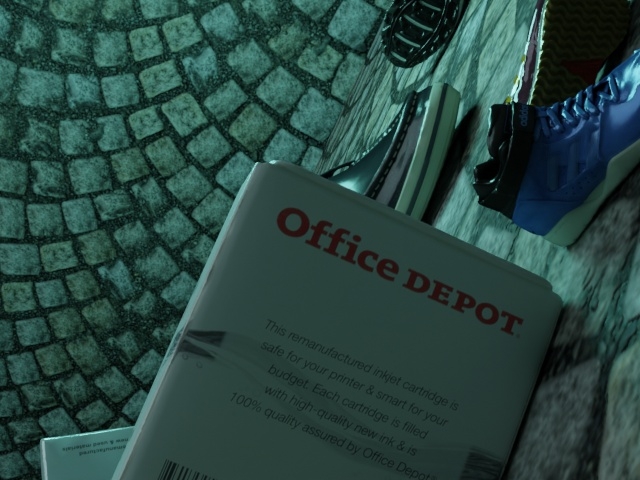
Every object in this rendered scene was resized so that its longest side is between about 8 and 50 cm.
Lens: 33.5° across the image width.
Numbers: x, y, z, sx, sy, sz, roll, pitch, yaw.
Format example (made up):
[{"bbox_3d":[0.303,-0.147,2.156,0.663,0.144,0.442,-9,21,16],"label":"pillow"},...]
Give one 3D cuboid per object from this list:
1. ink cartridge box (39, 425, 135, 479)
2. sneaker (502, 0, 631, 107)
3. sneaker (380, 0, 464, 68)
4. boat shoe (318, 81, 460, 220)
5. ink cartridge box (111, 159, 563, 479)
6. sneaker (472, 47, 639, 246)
[{"bbox_3d":[-0.202,0.373,1.076,0.226,0.131,0.306,101,158,-54],"label":"ink cartridge box"},{"bbox_3d":[0.162,-0.114,0.756,0.185,0.069,0.084,-68,11,-25],"label":"sneaker"},{"bbox_3d":[0.181,-0.378,1.578,0.271,0.100,0.108,-62,-7,15],"label":"sneaker"},{"bbox_3d":[0.000,0.000,1.273,0.500,0.156,0.187,-53,10,37],"label":"boat shoe"},{"bbox_3d":[-0.005,0.125,0.644,0.117,0.207,0.283,143,150,-75],"label":"ink cartridge box"},{"bbox_3d":[0.146,-0.069,0.637,0.058,0.085,0.152,-73,9,-50],"label":"sneaker"}]
